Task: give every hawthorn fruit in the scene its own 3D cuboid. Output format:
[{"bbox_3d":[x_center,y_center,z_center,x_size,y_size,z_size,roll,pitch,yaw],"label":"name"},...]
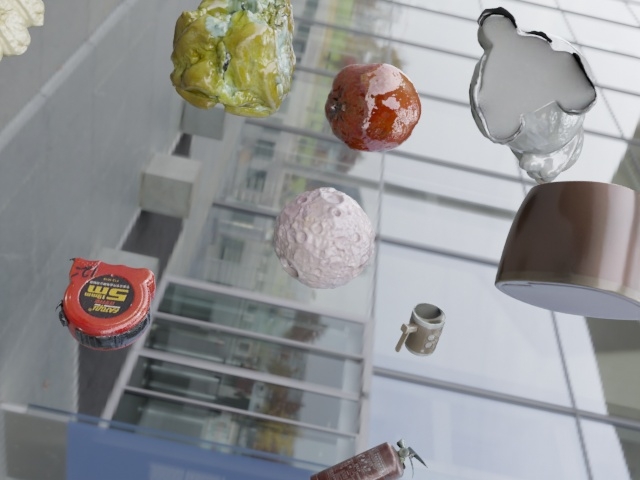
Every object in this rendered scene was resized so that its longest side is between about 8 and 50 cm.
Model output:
[{"bbox_3d":[0.137,-0.300,1.820,0.205,0.253,0.205,11,-76,56],"label":"hawthorn fruit"}]

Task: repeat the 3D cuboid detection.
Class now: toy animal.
[{"bbox_3d":[0.364,-0.223,1.339,0.357,0.194,0.257,11,70,-68],"label":"toy animal"}]

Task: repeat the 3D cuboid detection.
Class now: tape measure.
[{"bbox_3d":[-0.581,0.173,2.167,0.114,0.253,0.260,100,-2,-50],"label":"tape measure"}]

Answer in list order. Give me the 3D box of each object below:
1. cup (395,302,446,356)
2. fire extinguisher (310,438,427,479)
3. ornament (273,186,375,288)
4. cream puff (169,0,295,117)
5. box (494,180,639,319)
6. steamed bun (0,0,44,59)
[{"bbox_3d":[0.216,0.200,1.707,0.102,0.074,0.099,-42,149,-49],"label":"cup"},{"bbox_3d":[0.117,0.561,1.926,0.105,0.269,0.104,156,-90,-90],"label":"fire extinguisher"},{"bbox_3d":[0.000,0.000,2.007,0.225,0.259,0.259,-43,166,-24],"label":"ornament"},{"bbox_3d":[-0.127,-0.266,1.146,0.221,0.195,0.194,-71,175,-57],"label":"cream puff"},{"bbox_3d":[0.505,0.020,1.555,0.301,0.301,0.216,110,-7,-76],"label":"box"},{"bbox_3d":[-0.740,-0.500,1.700,0.292,0.137,0.295,-32,144,-48],"label":"steamed bun"}]
